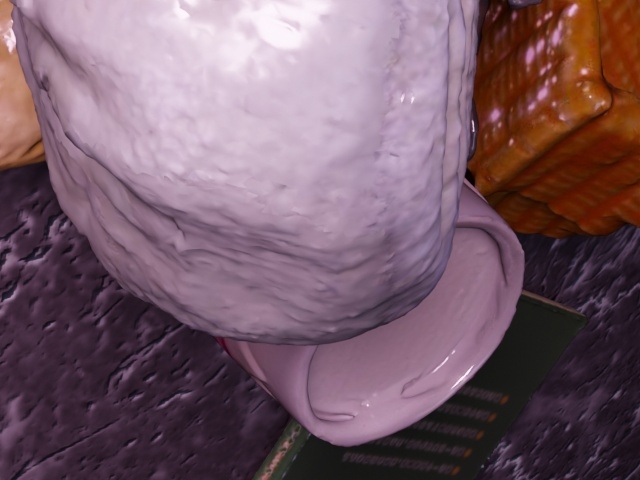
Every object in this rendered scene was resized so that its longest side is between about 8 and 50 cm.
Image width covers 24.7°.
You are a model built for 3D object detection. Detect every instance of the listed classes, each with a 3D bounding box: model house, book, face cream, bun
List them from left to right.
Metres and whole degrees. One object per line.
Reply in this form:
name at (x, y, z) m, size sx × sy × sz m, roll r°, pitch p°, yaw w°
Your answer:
bun at (-0.025, -0.135, 0.616) m, size 0.194 × 0.354 × 0.354 m, roll 5°, pitch 133°, yaw 4°
face cream at (0.000, 0.000, 0.881) m, size 0.175 × 0.195 × 0.175 m, roll -24°, pitch 137°, yaw -24°
book at (0.053, 0.186, 1.241) m, size 0.260 × 0.043 × 0.371 m, roll 19°, pitch 108°, yaw -49°
model house at (0.163, -0.105, 0.939) m, size 0.229 × 0.199 × 0.219 m, roll -41°, pitch 102°, yaw -37°

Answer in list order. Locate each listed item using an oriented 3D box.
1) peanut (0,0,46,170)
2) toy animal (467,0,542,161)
peanut at (-0.133, -0.093, 0.748) m, size 0.226 × 0.095 × 0.108 m, roll -13°, pitch 140°, yaw -38°
toy animal at (0.084, -0.157, 0.836) m, size 0.233 × 0.084 × 0.148 m, roll 107°, pitch 3°, yaw -59°
